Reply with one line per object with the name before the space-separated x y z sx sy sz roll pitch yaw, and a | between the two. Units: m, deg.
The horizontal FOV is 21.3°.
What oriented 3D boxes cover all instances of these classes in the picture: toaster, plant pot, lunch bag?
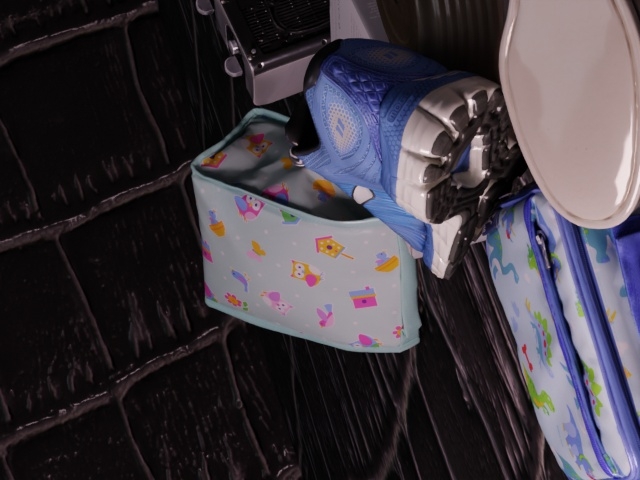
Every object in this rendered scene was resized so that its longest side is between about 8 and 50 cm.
toaster | -0.027 -0.250 1.736 0.110 0.185 0.168 106 140 -70
plant pot | 0.103 -0.194 1.237 0.237 0.109 0.237 165 90 -79
lunch bag | 0.000 0.000 1.925 0.262 0.160 0.223 20 136 26
lunch bag | 0.192 0.059 1.172 0.176 0.090 0.219 152 102 -77

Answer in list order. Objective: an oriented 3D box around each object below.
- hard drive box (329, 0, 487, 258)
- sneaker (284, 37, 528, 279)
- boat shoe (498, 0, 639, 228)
hard drive box | 0.082 -0.132 1.504 0.181 0.089 0.232 87 166 -50
sneaker | 0.064 -0.073 1.220 0.147 0.130 0.330 35 174 16
boat shoe | 0.162 -0.177 1.046 0.112 0.095 0.335 -1 111 43
